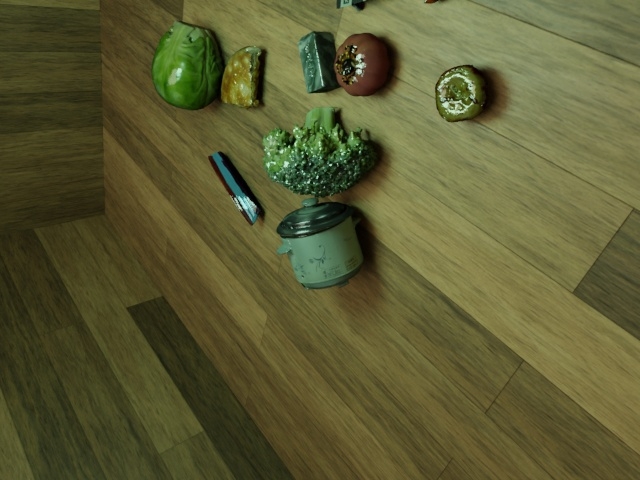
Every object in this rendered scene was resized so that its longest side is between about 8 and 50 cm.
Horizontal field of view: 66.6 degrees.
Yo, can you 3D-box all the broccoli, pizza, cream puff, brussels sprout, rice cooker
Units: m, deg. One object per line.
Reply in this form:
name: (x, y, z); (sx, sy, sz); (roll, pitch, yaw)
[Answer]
broccoli: (-0.019, -0.273, 1.584); (0.338, 0.277, 0.317); (-53, 43, 36)
pizza: (-0.299, -0.618, 1.923); (0.335, 0.086, 0.226); (-37, 79, 51)
cream puff: (0.362, -0.369, 1.229); (0.149, 0.084, 0.149); (23, 124, 40)
brussels sprout: (-0.552, -0.726, 2.028); (0.281, 0.289, 0.354); (15, 103, 31)
rice cooker: (0.000, 0.000, 1.638); (0.264, 0.317, 0.316); (-144, 47, -68)

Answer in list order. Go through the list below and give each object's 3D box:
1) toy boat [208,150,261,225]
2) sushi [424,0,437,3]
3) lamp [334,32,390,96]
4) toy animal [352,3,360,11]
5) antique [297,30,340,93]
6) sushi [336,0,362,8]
toy boat: (-0.371, -0.235, 2.136); (0.079, 0.136, 0.392); (-41, 68, 15)
sushi: (0.325, -0.646, 1.161); (0.226, 0.103, 0.097); (4, 89, 47)
lamp: (0.114, -0.514, 1.427); (0.182, 0.140, 0.182); (14, 110, 45)
toy animal: (0.007, -0.858, 1.463); (0.206, 0.081, 0.367); (-2, 102, 36)
antique: (-0.003, -0.580, 1.582); (0.088, 0.086, 0.183); (-3, 101, 50)
sushi: (0.127, -0.776, 1.366); (0.192, 0.051, 0.215); (11, 105, 46)
